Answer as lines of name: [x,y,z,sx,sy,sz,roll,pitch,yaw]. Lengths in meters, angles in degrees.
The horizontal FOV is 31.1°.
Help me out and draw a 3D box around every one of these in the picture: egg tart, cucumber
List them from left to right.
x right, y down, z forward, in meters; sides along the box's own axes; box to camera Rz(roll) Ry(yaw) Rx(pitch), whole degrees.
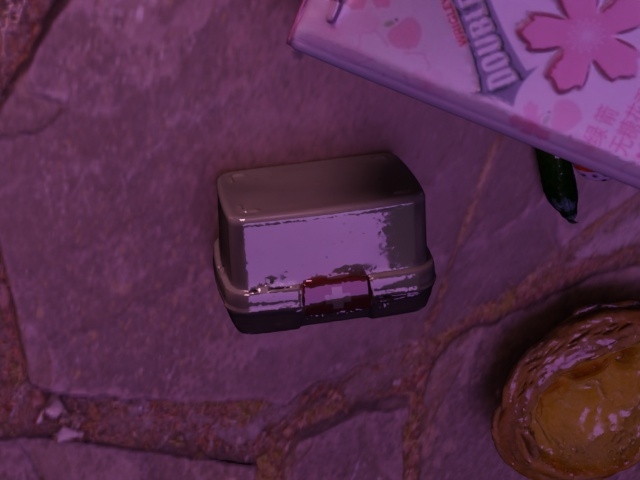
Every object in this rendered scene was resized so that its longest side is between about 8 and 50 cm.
cucumber: [0.245,-0.070,1.191,0.037,0.037,0.155,-21,129,1]
egg tart: [0.326,0.174,1.370,0.278,0.095,0.279,-9,125,-14]

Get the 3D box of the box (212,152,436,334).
box: [0.000,0.000,1.111,0.210,0.148,0.129,-8,117,-10]

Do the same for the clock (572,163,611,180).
clock: [0.320,-0.137,1.088,0.254,0.189,0.189,11,123,-15]

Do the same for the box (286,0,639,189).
box: [0.175,-0.181,0.936,0.369,0.112,0.190,22,117,-6]
